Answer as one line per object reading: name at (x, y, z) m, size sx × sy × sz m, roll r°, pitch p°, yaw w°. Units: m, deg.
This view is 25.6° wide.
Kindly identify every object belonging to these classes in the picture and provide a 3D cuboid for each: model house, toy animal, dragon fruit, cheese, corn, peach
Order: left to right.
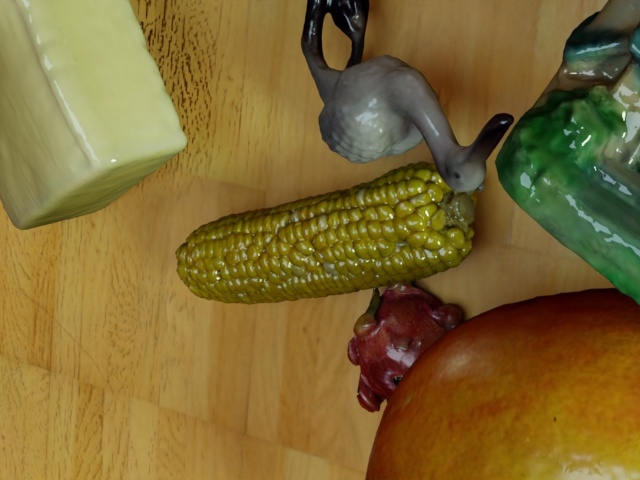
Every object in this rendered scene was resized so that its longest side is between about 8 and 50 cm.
cheese at (-0.262, -0.163, 1.334) m, size 0.242 × 0.124 × 0.265 m, roll -27°, pitch 86°, yaw 61°
corn at (0.001, 0.005, 1.273) m, size 0.313 × 0.102 × 0.102 m, roll -14°, pitch 93°, yaw 35°
toy animal at (0.050, -0.114, 1.163) m, size 0.195 × 0.090 × 0.324 m, roll 91°, pitch 155°, yaw -44°
dragon fruit at (0.074, 0.102, 1.267) m, size 0.112 × 0.068 × 0.126 m, roll 30°, pitch 114°, yaw 19°
peach at (0.188, 0.208, 1.094) m, size 0.306 × 0.242 × 0.380 m, roll 52°, pitch 139°, yaw -10°
model house at (0.326, -0.092, 0.974) m, size 0.312 × 0.245 × 0.280 m, roll 39°, pitch 121°, yaw 7°
